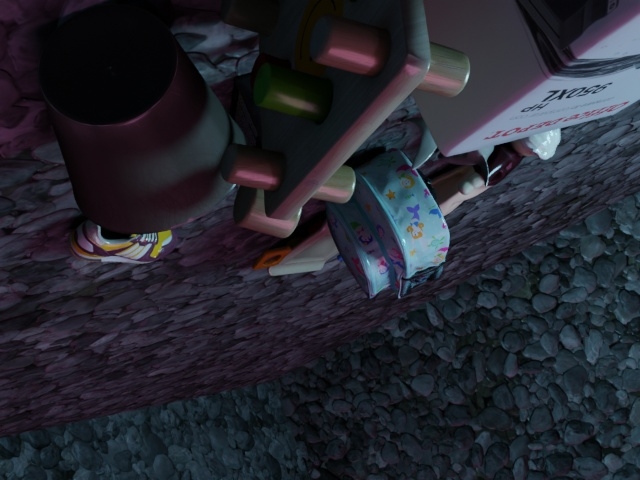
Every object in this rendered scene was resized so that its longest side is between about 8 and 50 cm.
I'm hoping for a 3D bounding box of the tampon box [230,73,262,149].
[{"bbox_3d":[-0.043,-0.139,1.069,0.121,0.101,0.161,-19,164,-17],"label":"tampon box"}]

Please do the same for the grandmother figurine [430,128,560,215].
[{"bbox_3d":[0.320,-0.137,1.639,0.342,0.104,0.208,-37,-173,34],"label":"grandmother figurine"}]

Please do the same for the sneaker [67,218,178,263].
[{"bbox_3d":[-0.275,-0.007,1.247,0.084,0.069,0.186,-29,166,40],"label":"sneaker"}]

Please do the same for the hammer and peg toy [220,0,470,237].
[{"bbox_3d":[-0.020,-0.163,0.779,0.128,0.265,0.361,10,151,-25],"label":"hammer and peg toy"}]

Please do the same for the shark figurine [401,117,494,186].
[{"bbox_3d":[0.249,-0.145,1.398,0.166,0.116,0.278,-10,175,21],"label":"shark figurine"}]

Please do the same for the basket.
[{"bbox_3d":[-0.187,-0.120,0.852,0.205,0.154,0.227,-22,161,-5],"label":"basket"}]

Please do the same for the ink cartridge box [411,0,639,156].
[{"bbox_3d":[0.282,-0.245,0.717,0.286,0.166,0.395,-16,168,-35],"label":"ink cartridge box"}]

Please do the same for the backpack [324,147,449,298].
[{"bbox_3d":[0.117,-0.029,1.456,0.191,0.225,0.253,-25,162,-13],"label":"backpack"}]

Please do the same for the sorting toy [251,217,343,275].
[{"bbox_3d":[0.000,0.000,1.725,0.196,0.047,0.348,-39,159,34],"label":"sorting toy"}]
